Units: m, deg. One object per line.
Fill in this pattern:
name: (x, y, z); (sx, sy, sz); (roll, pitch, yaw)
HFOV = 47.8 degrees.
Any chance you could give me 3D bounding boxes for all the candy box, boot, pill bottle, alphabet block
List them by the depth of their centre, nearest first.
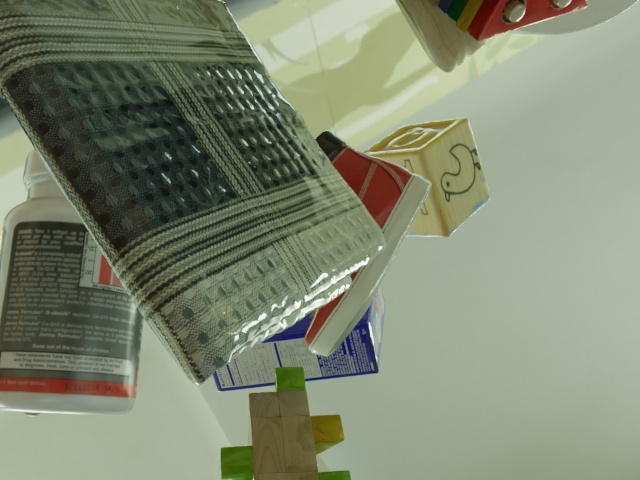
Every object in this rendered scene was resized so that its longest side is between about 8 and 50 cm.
boot: (0.000, 0.000, 0.864); (0.176, 0.088, 0.244); (27, -90, 8)
pill bottle: (-0.354, 0.061, 1.034); (0.210, 0.210, 0.363); (-1, -104, 14)
candy box: (-0.041, 0.167, 1.431); (0.317, 0.122, 0.268); (-8, -160, 11)
alphabet block: (0.226, -0.136, 1.580); (0.193, 0.197, 0.192); (1, -150, 46)

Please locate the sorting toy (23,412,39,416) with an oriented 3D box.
sorting toy: (-0.479, 0.188, 1.181); (0.193, 0.038, 0.208); (26, -153, 6)

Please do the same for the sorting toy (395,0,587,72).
sorting toy: (0.158, -0.270, 0.525); (0.255, 0.257, 0.089); (-40, -130, 7)

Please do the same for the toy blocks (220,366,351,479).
toy blocks: (-0.064, 0.435, 1.145); (0.190, 0.261, 0.381); (0, -137, -9)

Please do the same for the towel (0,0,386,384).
towel: (-0.093, -0.071, 0.579); (0.056, 0.324, 0.312); (-37, -95, 28)

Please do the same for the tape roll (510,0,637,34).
tape roll: (0.250, -0.372, 0.790); (0.286, 0.286, 0.100); (-13, -165, 3)
